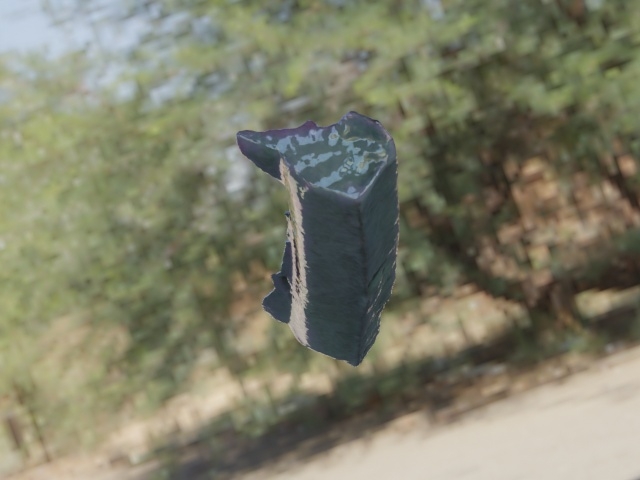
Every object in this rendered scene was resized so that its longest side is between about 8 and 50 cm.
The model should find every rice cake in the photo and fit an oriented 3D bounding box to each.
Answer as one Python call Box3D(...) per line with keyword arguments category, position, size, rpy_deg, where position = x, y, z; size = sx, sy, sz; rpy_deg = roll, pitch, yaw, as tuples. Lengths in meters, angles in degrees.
Box3D(category="rice cake", position=(0.003, 0.001, 1.030), size=(0.081, 0.051, 0.290), rpy_deg=(18, -20, 9))
